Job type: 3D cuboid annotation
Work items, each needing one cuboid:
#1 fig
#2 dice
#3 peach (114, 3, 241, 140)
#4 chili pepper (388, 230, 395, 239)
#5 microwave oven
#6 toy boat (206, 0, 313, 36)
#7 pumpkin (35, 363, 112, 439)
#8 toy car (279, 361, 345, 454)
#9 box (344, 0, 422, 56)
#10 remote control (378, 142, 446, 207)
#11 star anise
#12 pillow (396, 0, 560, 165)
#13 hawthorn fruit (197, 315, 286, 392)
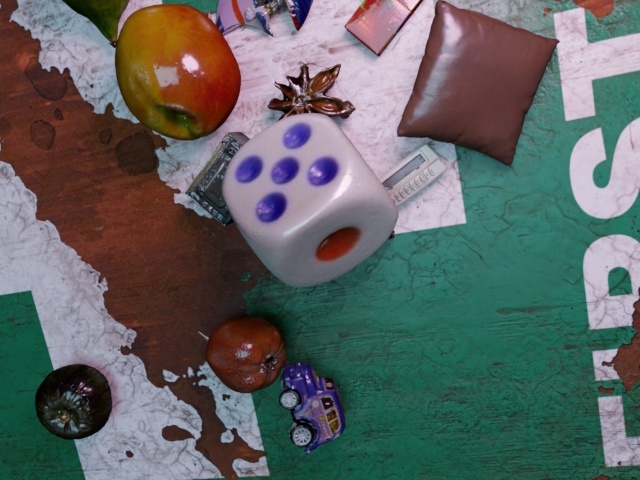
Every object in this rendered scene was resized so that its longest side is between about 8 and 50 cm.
[{"bbox_3d":[-0.584,-0.621,1.328,0.203,0.203,0.235,12,127,9],"label":"fig"},{"bbox_3d":[-0.026,-0.094,1.197,0.304,0.277,0.304,-36,56,5],"label":"dice"},{"bbox_3d":[-0.343,-0.416,1.257,0.308,0.308,0.332,-20,66,15],"label":"peach"},{"bbox_3d":[0.000,0.000,1.366,0.388,0.110,0.110,-14,98,17],"label":"chili pepper"},{"bbox_3d":[-0.231,-0.162,1.363,0.163,0.129,0.205,40,107,3],"label":"microwave oven"},{"bbox_3d":[-0.165,-0.626,1.302,0.318,0.072,0.219,3,105,21],"label":"toy boat"},{"bbox_3d":[-0.759,0.498,1.586,0.238,0.159,0.237,1,100,7],"label":"pumpkin"},{"bbox_3d":[-0.024,0.447,1.434,0.158,0.172,0.235,-18,95,-2],"label":"toy car"},{"bbox_3d":[0.155,-0.551,1.248,0.112,0.048,0.175,40,106,2],"label":"box"},{"bbox_3d":[0.204,-0.146,1.318,0.230,0.049,0.090,-37,91,16],"label":"remote control"},{"bbox_3d":[-0.021,-0.336,1.308,0.220,0.099,0.214,-7,113,8],"label":"star anise"},{"bbox_3d":[0.359,-0.352,1.191,0.308,0.108,0.305,12,107,-11],"label":"pillow"},{"bbox_3d":[-0.227,0.299,1.427,0.262,0.210,0.210,14,105,32],"label":"hawthorn fruit"}]
